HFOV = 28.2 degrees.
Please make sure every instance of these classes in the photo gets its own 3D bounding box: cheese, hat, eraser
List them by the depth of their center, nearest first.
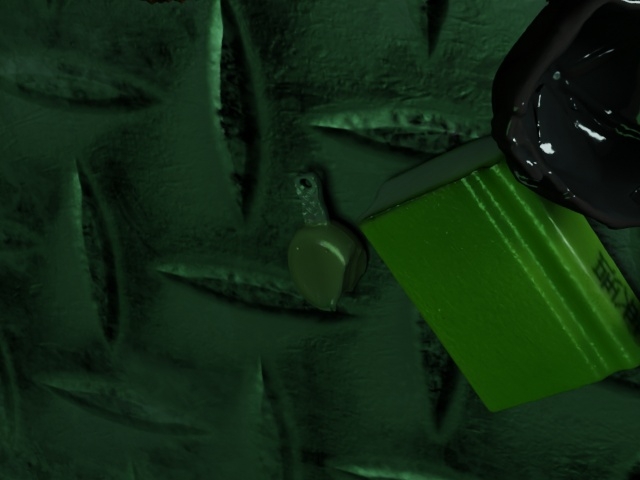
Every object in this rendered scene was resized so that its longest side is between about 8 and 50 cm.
[{"bbox_3d":[0.293,-0.157,1.143,0.336,0.209,0.238,-18,123,-3],"label":"hat"},{"bbox_3d":[0.196,0.033,1.344,0.210,0.092,0.274,-24,104,39],"label":"eraser"},{"bbox_3d":[0.006,0.002,1.473,0.092,0.047,0.171,19,125,21],"label":"cheese"}]

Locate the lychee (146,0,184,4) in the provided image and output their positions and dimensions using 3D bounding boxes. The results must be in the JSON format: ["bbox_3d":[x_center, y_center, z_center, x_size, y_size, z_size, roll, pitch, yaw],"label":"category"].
[{"bbox_3d":[-0.161,-0.329,1.292,0.188,0.188,0.188,16,125,24],"label":"lychee"}]
